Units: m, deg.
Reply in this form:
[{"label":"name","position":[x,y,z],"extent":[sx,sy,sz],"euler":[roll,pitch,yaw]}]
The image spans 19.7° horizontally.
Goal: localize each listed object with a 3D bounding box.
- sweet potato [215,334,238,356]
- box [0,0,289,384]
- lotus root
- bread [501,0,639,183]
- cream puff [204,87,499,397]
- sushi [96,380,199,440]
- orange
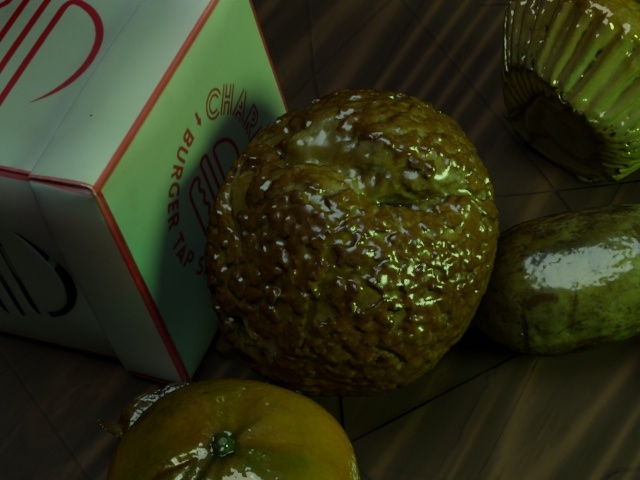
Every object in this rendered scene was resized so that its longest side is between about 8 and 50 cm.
[{"label":"sweet potato","position":[0.000,0.000,1.911],"extent":[0.314,0.072,0.066],"euler":[-48,18,-24]},{"label":"box","position":[-0.231,-0.085,1.867],"extent":[0.300,0.314,0.312],"euler":[11,55,24]},{"label":"lotus root","position":[0.239,0.039,1.795],"extent":[0.260,0.128,0.145],"euler":[-10,39,7]},{"label":"bread","position":[0.277,-0.169,1.891],"extent":[0.240,0.240,0.139],"euler":[33,76,31]},{"label":"cream puff","position":[0.021,-0.012,1.739],"extent":[0.303,0.212,0.303],"euler":[-14,51,17]},{"label":"sushi","position":[-0.155,0.172,1.813],"extent":[0.120,0.052,0.055],"euler":[-27,51,-11]},{"label":"orange","position":[-0.081,0.228,1.677],"extent":[0.240,0.171,0.240],"euler":[-6,50,8]}]
